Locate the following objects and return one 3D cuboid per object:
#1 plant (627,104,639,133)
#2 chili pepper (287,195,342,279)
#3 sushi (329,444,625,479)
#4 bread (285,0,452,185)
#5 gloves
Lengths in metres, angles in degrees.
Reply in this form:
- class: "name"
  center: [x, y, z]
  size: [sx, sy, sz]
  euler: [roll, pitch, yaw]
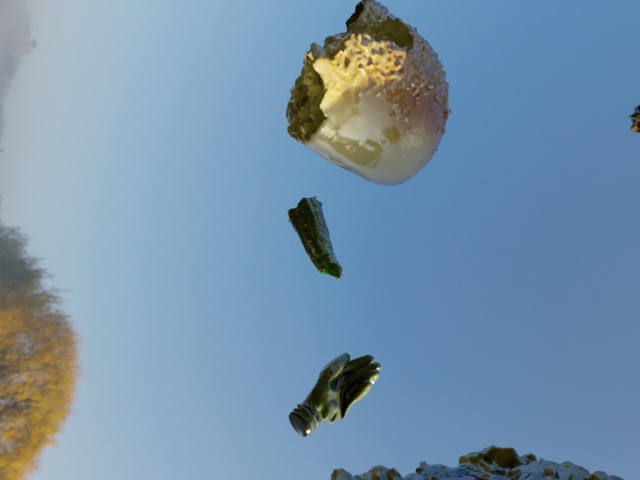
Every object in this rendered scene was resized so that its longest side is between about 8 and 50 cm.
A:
- class: "plant"
  center: [0.317, -0.113, 0.379]
  size: [0.174, 0.087, 0.085]
  euler: [102, 6, -85]
- class: "chili pepper"
  center: [0.000, 0.000, 0.996]
  size: [0.088, 0.059, 0.227]
  euler: [-38, -135, 10]
- class: "sushi"
  center: [0.174, 0.379, 0.495]
  size: [0.396, 0.351, 0.240]
  euler: [153, -68, -66]
- class: "bread"
  center: [0.068, -0.168, 0.568]
  size: [0.171, 0.192, 0.314]
  euler: [-46, -166, 21]
- class: "gloves"
  center: [0.038, 0.376, 1.184]
  size: [0.135, 0.268, 0.107]
  euler: [60, -22, -3]
